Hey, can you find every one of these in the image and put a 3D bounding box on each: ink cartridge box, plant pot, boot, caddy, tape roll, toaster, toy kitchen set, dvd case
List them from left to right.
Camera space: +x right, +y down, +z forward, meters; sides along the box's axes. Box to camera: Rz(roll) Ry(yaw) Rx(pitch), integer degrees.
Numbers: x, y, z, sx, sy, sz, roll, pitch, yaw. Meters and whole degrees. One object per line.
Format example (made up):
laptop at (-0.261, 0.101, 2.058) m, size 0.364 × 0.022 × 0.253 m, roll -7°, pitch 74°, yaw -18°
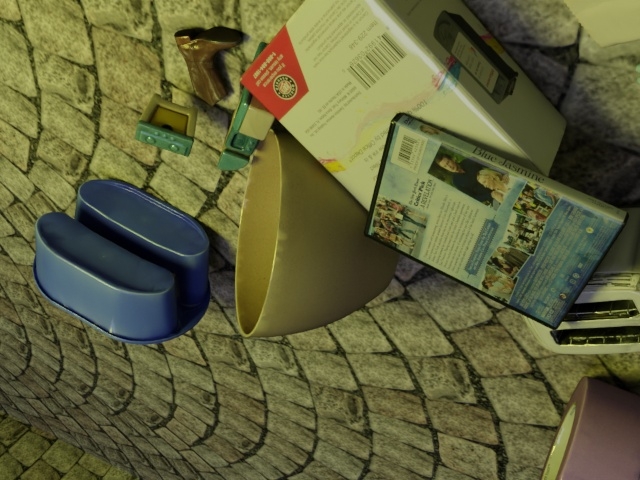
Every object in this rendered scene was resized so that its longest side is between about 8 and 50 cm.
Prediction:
caddy at (-0.363, 0.046, 1.241) m, size 0.341 × 0.241 × 0.179 m, roll 28°, pitch 136°, yaw 10°
toy kitchen set at (-0.157, -0.173, 0.913) m, size 0.166 × 0.122 × 0.207 m, roll 18°, pitch 145°, yaw -13°
boot at (-0.145, -0.241, 0.950) m, size 0.106 × 0.037 × 0.114 m, roll 12°, pitch 139°, yaw 25°
plant pot at (0.000, 0.000, 0.942) m, size 0.191 × 0.284 × 0.284 m, roll 7°, pitch 145°, yaw -17°
ink cartridge box at (0.092, -0.162, 0.781) m, size 0.306 × 0.131 × 0.226 m, roll 43°, pitch 140°, yaw -13°
dvd case at (0.174, -0.016, 0.737) m, size 0.253 × 0.022 × 0.180 m, roll 27°, pitch 140°, yaw 15°
tape roll at (0.380, 0.340, 0.973) m, size 0.090 × 0.275 × 0.275 m, roll 20°, pitch 139°, yaw 19°
toaster at (0.341, 0.049, 0.805) m, size 0.227 × 0.146 × 0.129 m, roll -9°, pitch 125°, yaw 41°

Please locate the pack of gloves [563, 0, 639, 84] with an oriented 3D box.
pack of gloves at (0.359, -0.187, 0.573) m, size 0.195 × 0.046 × 0.232 m, roll 34°, pitch 165°, yaw -33°
